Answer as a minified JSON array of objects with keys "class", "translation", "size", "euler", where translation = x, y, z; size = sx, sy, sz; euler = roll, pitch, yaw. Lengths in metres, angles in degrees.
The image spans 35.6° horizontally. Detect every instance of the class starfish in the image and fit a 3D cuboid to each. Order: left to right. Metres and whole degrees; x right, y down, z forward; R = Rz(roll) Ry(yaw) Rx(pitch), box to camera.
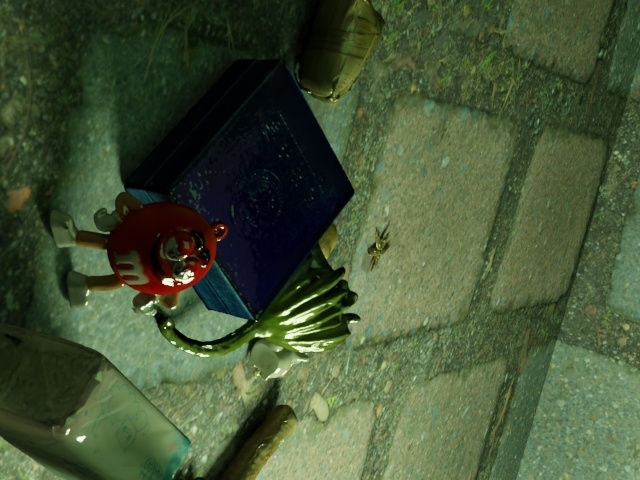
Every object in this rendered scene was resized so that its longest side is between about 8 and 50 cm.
[{"class":"starfish","translation":[0.119,0.020,2.015],"size":[0.092,0.016,0.086],"euler":[-8,115,-60]}]

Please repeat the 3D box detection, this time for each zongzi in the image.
[{"class":"zongzi","translation":[0.046,-0.309,1.629],"size":[0.197,0.099,0.194],"euler":[18,91,-67]}]

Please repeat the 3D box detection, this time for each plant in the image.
[{"class":"plant","translation":[-0.109,0.118,1.634],"size":[0.334,0.180,0.251],"euler":[-23,122,-17]}]

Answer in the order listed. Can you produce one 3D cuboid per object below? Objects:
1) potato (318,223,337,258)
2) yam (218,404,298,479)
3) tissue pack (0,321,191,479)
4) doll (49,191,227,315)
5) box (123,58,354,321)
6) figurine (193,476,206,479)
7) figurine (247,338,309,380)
[{"class":"potato","translation":[0.000,0.000,1.756],"size":[0.068,0.062,0.083],"euler":[35,35,-35]},{"class":"yam","translation":[-0.139,0.416,1.770],"size":[0.299,0.066,0.066],"euler":[-53,146,-27]},{"class":"tissue pack","translation":[-0.305,0.222,1.244],"size":[0.124,0.201,0.271],"euler":[-66,151,-27]},{"class":"doll","translation":[-0.224,0.021,1.275],"size":[0.085,0.217,0.183],"euler":[-100,-175,-56]},{"class":"box","translation":[-0.104,-0.075,1.439],"size":[0.279,0.116,0.261],"euler":[-54,131,-29]},{"class":"figurine","translation":[-0.232,0.458,1.641],"size":[0.087,0.086,0.149],"euler":[-42,-173,42]},{"class":"figurine","translation":[-0.069,0.195,1.769],"size":[0.098,0.081,0.146],"euler":[-34,170,28]}]
